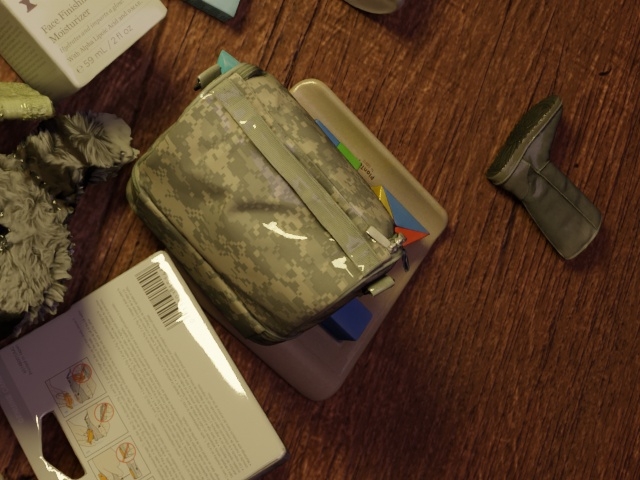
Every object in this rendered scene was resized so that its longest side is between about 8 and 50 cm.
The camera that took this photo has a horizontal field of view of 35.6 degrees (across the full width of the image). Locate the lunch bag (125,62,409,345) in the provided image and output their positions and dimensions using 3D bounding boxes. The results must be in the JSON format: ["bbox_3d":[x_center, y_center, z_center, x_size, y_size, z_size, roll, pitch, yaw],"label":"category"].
[{"bbox_3d":[-0.057,-0.040,1.160,0.212,0.256,0.305,-40,92,-20],"label":"lunch bag"}]

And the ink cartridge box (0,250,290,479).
[{"bbox_3d":[-0.222,0.201,1.189,0.261,0.066,0.296,-31,72,-6],"label":"ink cartridge box"}]

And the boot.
[{"bbox_3d":[0.381,-0.099,1.585,0.208,0.076,0.189,37,87,-16],"label":"boot"}]

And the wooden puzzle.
[{"bbox_3d":[0.000,0.000,1.377,0.322,0.080,0.348,44,71,-21],"label":"wooden puzzle"}]

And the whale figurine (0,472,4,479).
[{"bbox_3d":[-0.493,0.278,1.101,0.272,0.141,0.216,20,95,-49],"label":"whale figurine"}]

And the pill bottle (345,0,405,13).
[{"bbox_3d":[0.099,-0.439,1.411,0.118,0.117,0.208,28,77,-25],"label":"pill bottle"}]

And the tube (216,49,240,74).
[{"bbox_3d":[-0.141,-0.148,1.323,0.080,0.052,0.207,34,70,-26],"label":"tube"}]

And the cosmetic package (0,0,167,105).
[{"bbox_3d":[-0.311,-0.281,1.171,0.151,0.151,0.183,-47,110,-21],"label":"cosmetic package"}]

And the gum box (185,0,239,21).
[{"bbox_3d":[-0.174,-0.401,1.308,0.184,0.041,0.157,23,79,-27],"label":"gum box"}]

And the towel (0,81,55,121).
[{"bbox_3d":[-0.375,-0.162,1.143,0.110,0.148,0.027,-7,112,-30],"label":"towel"}]

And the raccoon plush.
[{"bbox_3d":[-0.408,0.036,1.147,0.216,0.299,0.446,59,33,1],"label":"raccoon plush"}]
